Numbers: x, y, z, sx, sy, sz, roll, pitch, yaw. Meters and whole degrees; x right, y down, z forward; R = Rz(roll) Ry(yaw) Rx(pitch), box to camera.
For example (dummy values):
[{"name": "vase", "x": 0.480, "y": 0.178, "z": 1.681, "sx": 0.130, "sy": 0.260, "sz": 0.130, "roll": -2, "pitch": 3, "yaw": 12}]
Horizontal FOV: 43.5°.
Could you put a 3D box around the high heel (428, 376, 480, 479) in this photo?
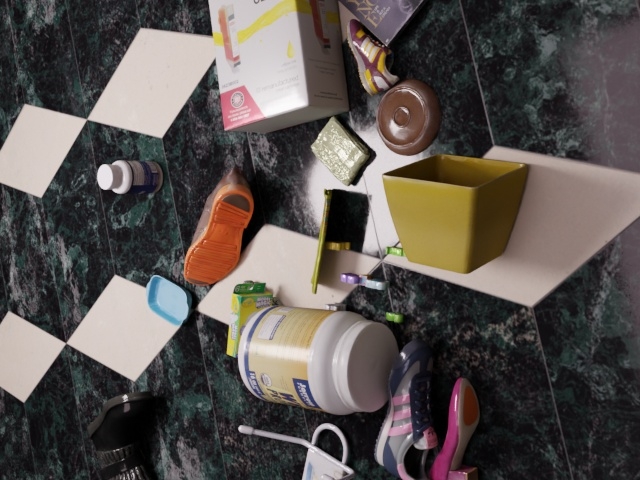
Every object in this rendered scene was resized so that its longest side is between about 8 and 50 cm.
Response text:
[{"name": "high heel", "x": 0.273, "y": 0.405, "z": 1.696, "sx": 0.117, "sy": 0.082, "sz": 0.244, "roll": 1, "pitch": 99, "yaw": 46}]

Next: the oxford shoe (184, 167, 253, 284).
[{"name": "oxford shoe", "x": -0.264, "y": -0.029, "z": 2.106, "sx": 0.364, "sy": 0.130, "sz": 0.133, "roll": -58, "pitch": 26, "yaw": 35}]

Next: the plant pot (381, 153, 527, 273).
[{"name": "plant pot", "x": 0.267, "y": -0.051, "z": 1.592, "sx": 0.212, "sy": 0.212, "sz": 0.187, "roll": 13, "pitch": 114, "yaw": 39}]

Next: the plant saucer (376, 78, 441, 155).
[{"name": "plant saucer", "x": 0.184, "y": -0.269, "z": 1.748, "sx": 0.168, "sy": 0.029, "sz": 0.168, "roll": 2, "pitch": 94, "yaw": 40}]

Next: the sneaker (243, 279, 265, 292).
[{"name": "sneaker", "x": -0.195, "y": 0.176, "z": 2.085, "sx": 0.076, "sy": 0.065, "sz": 0.166, "roll": 46, "pitch": 118, "yaw": 47}]

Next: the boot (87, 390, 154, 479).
[{"name": "boot", "x": -0.560, "y": 0.611, "z": 2.360, "sx": 0.348, "sy": 0.131, "sz": 0.260, "roll": -48, "pitch": 57, "yaw": 43}]

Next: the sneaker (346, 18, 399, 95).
[{"name": "sneaker", "x": 0.118, "y": -0.416, "z": 1.776, "sx": 0.084, "sy": 0.069, "sz": 0.185, "roll": -22, "pitch": 77, "yaw": 20}]

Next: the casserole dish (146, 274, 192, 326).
[{"name": "casserole dish", "x": -0.426, "y": 0.169, "z": 2.284, "sx": 0.188, "sy": 0.037, "sz": 0.114, "roll": 24, "pitch": 108, "yaw": 37}]

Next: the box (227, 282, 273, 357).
[{"name": "box", "x": -0.173, "y": 0.195, "z": 1.991, "sx": 0.043, "sy": 0.105, "sz": 0.179, "roll": 10, "pitch": 98, "yaw": 47}]

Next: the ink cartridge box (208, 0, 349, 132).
[{"name": "ink cartridge box", "x": -0.106, "y": -0.469, "z": 1.890, "sx": 0.279, "sy": 0.160, "sz": 0.385, "roll": -9, "pitch": 87, "yaw": 40}]

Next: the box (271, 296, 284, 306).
[{"name": "box", "x": -0.124, "y": 0.224, "z": 2.039, "sx": 0.094, "sy": 0.027, "sz": 0.137, "roll": 46, "pitch": 120, "yaw": 27}]

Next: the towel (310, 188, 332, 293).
[{"name": "towel", "x": 0.000, "y": 0.000, "z": 1.880, "sx": 0.021, "sy": 0.102, "sz": 0.237, "roll": 9, "pitch": 101, "yaw": 1}]

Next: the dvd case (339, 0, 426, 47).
[{"name": "dvd case", "x": 0.132, "y": -0.553, "z": 1.760, "sx": 0.164, "sy": 0.018, "sz": 0.221, "roll": -50, "pitch": 62, "yaw": 19}]

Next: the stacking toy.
[{"name": "stacking toy", "x": 0.100, "y": 0.092, "z": 1.828, "sx": 0.221, "sy": 0.052, "sz": 0.167, "roll": 7, "pitch": 97, "yaw": 39}]

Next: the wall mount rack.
[{"name": "wall mount rack", "x": -0.070, "y": 0.598, "z": 1.953, "sx": 0.304, "sy": 0.130, "sz": 0.350, "roll": 21, "pitch": 105, "yaw": 37}]

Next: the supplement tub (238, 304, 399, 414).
[{"name": "supplement tub", "x": -0.005, "y": 0.268, "z": 1.812, "sx": 0.316, "sy": 0.228, "sz": 0.228, "roll": 1, "pitch": 94, "yaw": 40}]

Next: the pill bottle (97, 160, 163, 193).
[{"name": "pill bottle", "x": -0.538, "y": -0.179, "z": 2.266, "sx": 0.094, "sy": 0.169, "sz": 0.094, "roll": 3, "pitch": 95, "yaw": 40}]

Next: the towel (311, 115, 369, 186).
[{"name": "towel", "x": 0.044, "y": -0.206, "z": 1.870, "sx": 0.148, "sy": 0.027, "sz": 0.110, "roll": 49, "pitch": 122, "yaw": 27}]

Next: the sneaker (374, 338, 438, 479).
[{"name": "sneaker", "x": 0.210, "y": 0.370, "z": 1.711, "sx": 0.131, "sy": 0.112, "sz": 0.319, "roll": 30, "pitch": 120, "yaw": 47}]
